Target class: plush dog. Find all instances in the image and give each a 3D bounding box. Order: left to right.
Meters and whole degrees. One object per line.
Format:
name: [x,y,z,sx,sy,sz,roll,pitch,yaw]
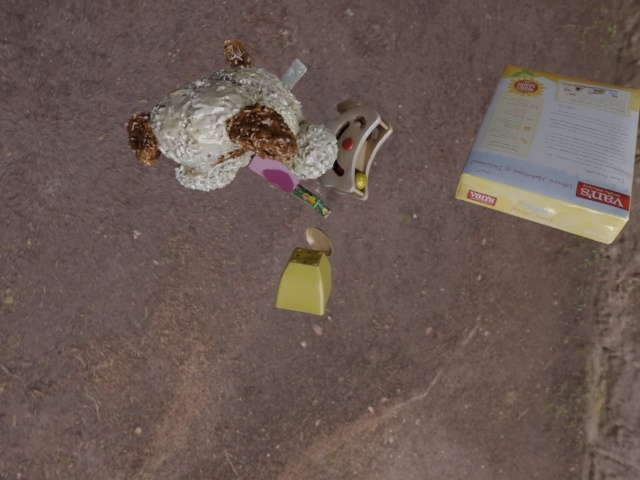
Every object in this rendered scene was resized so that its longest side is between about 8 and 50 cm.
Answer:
plush dog: [-0.126,-0.162,0.635,0.263,0.225,0.210,-4,110,15]

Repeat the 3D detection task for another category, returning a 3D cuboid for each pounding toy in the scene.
pounding toy: [0.105,-0.226,1.156,0.155,0.154,0.269,22,70,-53]

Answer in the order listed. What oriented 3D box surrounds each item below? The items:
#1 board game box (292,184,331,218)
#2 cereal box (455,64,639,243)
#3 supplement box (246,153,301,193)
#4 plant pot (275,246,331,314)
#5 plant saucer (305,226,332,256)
board game box: [-0.094,-0.145,1.119,0.030,0.260,0.136,-55,165,3]
cereal box: [0.281,-0.119,0.573,0.240,0.173,0.047,-59,160,-33]
supplement box: [-0.093,-0.181,0.939,0.104,0.188,0.080,30,107,-27]
plant pot: [-0.025,0.059,0.772,0.082,0.081,0.083,8,122,8]
plant saucer: [0.000,0.000,1.088,0.015,0.083,0.083,-40,118,-30]
